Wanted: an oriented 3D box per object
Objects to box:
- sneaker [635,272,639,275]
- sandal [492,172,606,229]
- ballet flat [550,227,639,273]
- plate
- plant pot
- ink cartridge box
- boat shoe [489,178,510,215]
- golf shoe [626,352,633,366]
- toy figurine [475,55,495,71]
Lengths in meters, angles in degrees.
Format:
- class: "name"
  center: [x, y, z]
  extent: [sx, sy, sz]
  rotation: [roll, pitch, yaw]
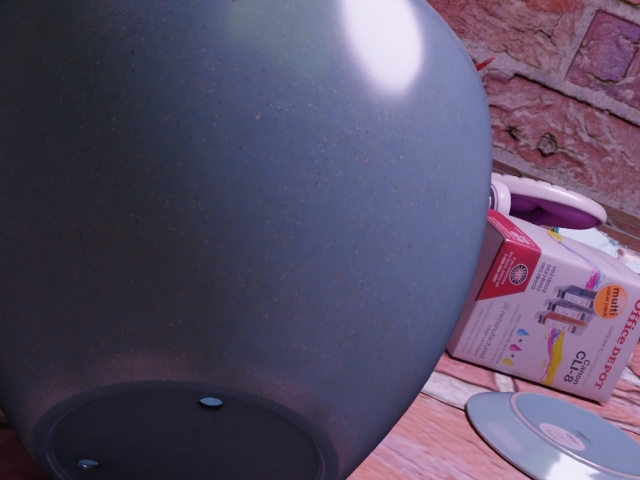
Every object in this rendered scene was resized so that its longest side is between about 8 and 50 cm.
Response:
- class: "sneaker"
  center: [0.501, 0.120, 1.297]
  extent: [0.145, 0.090, 0.270]
  rotation: [13, 13, -32]
- class: "sandal"
  center: [0.227, -0.051, 1.528]
  extent: [0.417, 0.102, 0.169]
  rotation: [13, -5, 19]
- class: "ballet flat"
  center: [0.478, 0.047, 1.601]
  extent: [0.241, 0.091, 0.077]
  rotation: [29, -16, 11]
- class: "plate"
  center: [0.208, 0.164, 0.794]
  extent: [0.188, 0.024, 0.188]
  rotation: [22, 14, -6]
- class: "plant pot"
  center: [-0.055, 0.024, 0.487]
  extent: [0.290, 0.290, 0.195]
  rotation: [18, 47, -17]
- class: "ink cartridge box"
  center: [0.214, 0.060, 0.979]
  extent: [0.176, 0.128, 0.127]
  rotation: [18, 14, -16]
- class: "boat shoe"
  center: [0.168, -0.048, 1.358]
  extent: [0.076, 0.080, 0.228]
  rotation: [3, 2, -26]
- class: "golf shoe"
  center: [0.276, 0.080, 1.097]
  extent: [0.176, 0.086, 0.069]
  rotation: [24, 12, 0]
- class: "toy figurine"
  center: [0.000, 0.000, 0.698]
  extent: [0.191, 0.217, 0.363]
  rotation: [-14, 2, 36]
